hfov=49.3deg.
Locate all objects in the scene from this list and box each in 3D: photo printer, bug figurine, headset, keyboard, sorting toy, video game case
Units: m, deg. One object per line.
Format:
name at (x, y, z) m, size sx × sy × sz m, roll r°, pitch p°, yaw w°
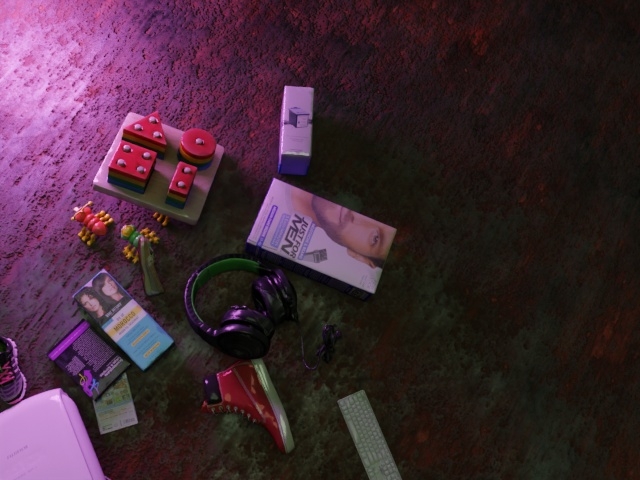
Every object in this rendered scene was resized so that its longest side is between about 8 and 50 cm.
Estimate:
photo printer at (-0.609, 0.478, 1.473) m, size 0.256 × 0.107 × 0.307 m, roll -30°, pitch 53°, yaw -11°
bug figurine at (-0.461, -0.085, 1.718) m, size 0.216 × 0.072 × 0.279 m, roll 37°, pitch 72°, yaw 2°
headset at (-0.136, 0.163, 1.623) m, size 0.394 × 0.185 × 0.243 m, roll 31°, pitch 56°, yaw 15°
keyboard at (0.122, 0.494, 1.683) m, size 0.072 × 0.014 × 0.256 m, roll -21°, pitch 79°, yaw -14°
sorting toy at (-0.382, -0.199, 1.697) m, size 0.257 × 0.089 × 0.256 m, roll 20°, pitch 52°, yaw -9°
video game case at (-0.481, 0.378, 1.620) m, size 0.087 × 0.011 × 0.122 m, roll -15°, pitch 78°, yaw -12°

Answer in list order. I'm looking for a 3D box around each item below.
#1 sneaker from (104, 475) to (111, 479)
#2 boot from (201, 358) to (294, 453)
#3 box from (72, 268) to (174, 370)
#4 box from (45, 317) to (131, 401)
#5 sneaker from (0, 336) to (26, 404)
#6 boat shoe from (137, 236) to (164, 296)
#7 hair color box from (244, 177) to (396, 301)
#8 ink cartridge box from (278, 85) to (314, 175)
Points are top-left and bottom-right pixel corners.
sneaker at (-0.502, 0.647, 1.493) m, size 0.106 × 0.110 × 0.276 m, roll 3°, pitch 75°, yaw -8°
boot at (-0.175, 0.408, 1.625) m, size 0.176 × 0.088 × 0.244 m, roll -24°, pitch 72°, yaw -14°
box at (-0.463, 0.190, 1.649) m, size 0.244 × 0.060 × 0.100 m, roll 44°, pitch 73°, yaw 4°
box at (-0.539, 0.278, 1.623) m, size 0.162 × 0.029 × 0.116 m, roll 41°, pitch 71°, yaw 10°
sneaker at (-0.709, 0.284, 1.556) m, size 0.063 × 0.075 × 0.170 m, roll -22°, pitch 60°, yaw -5°
boat shoe at (-0.407, 0.060, 1.670) m, size 0.048 × 0.056 × 0.153 m, roll -10°, pitch 110°, yaw -19°
hair color box at (0.000, 0.000, 1.750) m, size 0.338 × 0.110 × 0.185 m, roll 22°, pitch 72°, yaw -4°
ink cartridge box at (-0.063, -0.281, 1.798) m, size 0.082 × 0.140 × 0.191 m, roll 2°, pitch 74°, yaw -6°
